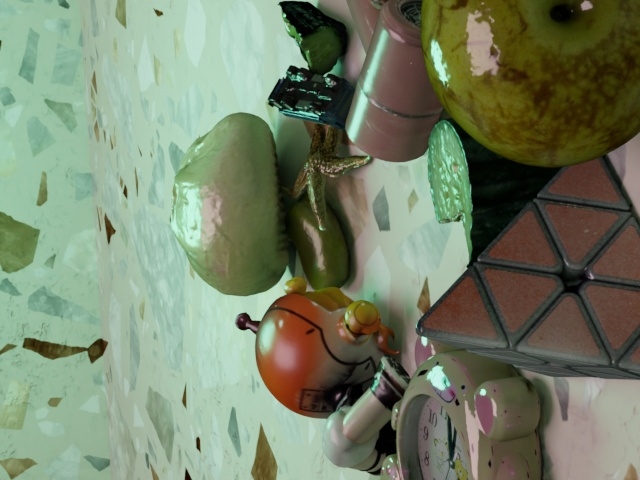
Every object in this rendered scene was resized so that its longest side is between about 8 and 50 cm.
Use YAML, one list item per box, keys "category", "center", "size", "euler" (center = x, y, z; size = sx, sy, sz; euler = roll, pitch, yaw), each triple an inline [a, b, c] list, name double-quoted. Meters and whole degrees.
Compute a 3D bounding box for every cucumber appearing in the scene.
- category: "cucumber"
  center: [0.205, -0.077, 1.512]
  size: [0.191, 0.130, 0.191]
  euler: [176, 90, -71]
- category: "cucumber"
  center: [-0.011, -0.339, 2.004]
  size: [0.115, 0.086, 0.193]
  euler: [59, 175, -33]

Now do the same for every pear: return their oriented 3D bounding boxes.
- category: "pear"
  center: [0.231, -0.208, 1.252]
  size: [0.283, 0.284, 0.283]
  euler: [173, 90, -67]

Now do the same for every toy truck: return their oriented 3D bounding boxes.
- category: "toy truck"
  center: [-0.013, -0.226, 1.984]
  size: [0.202, 0.088, 0.074]
  euler: [19, 75, 52]

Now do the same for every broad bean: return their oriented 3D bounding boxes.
- category: "broad bean"
  center: [0.000, 0.000, 2.083]
  size: [0.174, 0.082, 0.124]
  euler: [62, 153, 21]

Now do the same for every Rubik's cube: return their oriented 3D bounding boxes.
- category: "Rubik's cube"
  center: [0.275, 0.070, 1.362]
  size: [0.233, 0.229, 0.228]
  euler: [-35, 102, 26]

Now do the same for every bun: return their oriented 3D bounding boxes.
- category: "bun"
  center: [-0.168, -0.059, 2.204]
  size: [0.361, 0.213, 0.361]
  euler: [173, 90, -90]

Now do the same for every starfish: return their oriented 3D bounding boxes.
- category: "starfish"
  center: [0.007, -0.124, 2.011]
  size: [0.217, 0.050, 0.223]
  euler: [-13, 72, 41]

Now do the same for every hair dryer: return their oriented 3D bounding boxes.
- category: "hair dryer"
  center: [0.090, -0.302, 1.747]
  size: [0.352, 0.125, 0.210]
  euler: [-109, 26, -42]

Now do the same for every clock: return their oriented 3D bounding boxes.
- category: "clock"
  center: [0.192, 0.291, 1.658]
  size: [0.284, 0.114, 0.309]
  euler: [-136, 46, -59]

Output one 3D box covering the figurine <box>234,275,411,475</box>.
- category: "figurine"
  center: [0.014, 0.204, 1.942]
  size: [0.323, 0.196, 0.320]
  euler: [51, 149, 35]
